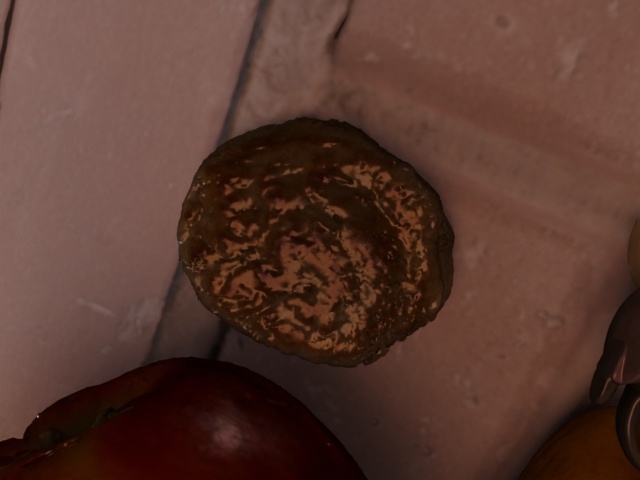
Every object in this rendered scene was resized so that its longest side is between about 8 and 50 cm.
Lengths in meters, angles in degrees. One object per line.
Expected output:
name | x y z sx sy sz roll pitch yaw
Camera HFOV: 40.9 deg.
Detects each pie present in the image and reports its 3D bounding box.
pie | 0.000 0.000 0.596 0.193 0.079 0.163 27 106 1

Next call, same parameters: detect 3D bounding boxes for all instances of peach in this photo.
peach | -0.094 0.302 0.560 0.339 0.353 0.417 -20 95 -20

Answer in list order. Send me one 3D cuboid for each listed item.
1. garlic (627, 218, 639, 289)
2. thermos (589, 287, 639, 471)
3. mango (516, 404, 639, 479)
garlic | 0.240 0.022 0.575 0.083 0.041 0.053 18 102 -7
thermos | 0.265 0.105 0.540 0.193 0.105 0.137 22 102 -10
mango | 0.185 0.287 0.621 0.201 0.199 0.350 11 102 -24
